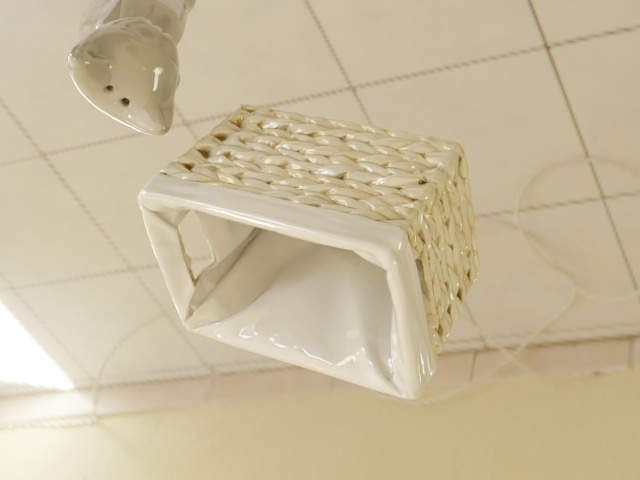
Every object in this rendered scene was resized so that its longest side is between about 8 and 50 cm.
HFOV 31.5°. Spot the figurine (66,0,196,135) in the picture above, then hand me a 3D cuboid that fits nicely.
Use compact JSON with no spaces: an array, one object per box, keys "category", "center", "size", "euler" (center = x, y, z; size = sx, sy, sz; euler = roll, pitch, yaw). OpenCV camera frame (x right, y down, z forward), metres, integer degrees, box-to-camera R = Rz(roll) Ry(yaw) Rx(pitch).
[{"category":"figurine","center":[-0.166,-0.154,0.700],"size":[0.215,0.209,0.092],"euler":[38,103,-17]}]

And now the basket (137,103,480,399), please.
[{"category":"basket","center":[0.000,0.000,0.647],"size":[0.167,0.103,0.113],"euler":[14,136,30]}]
